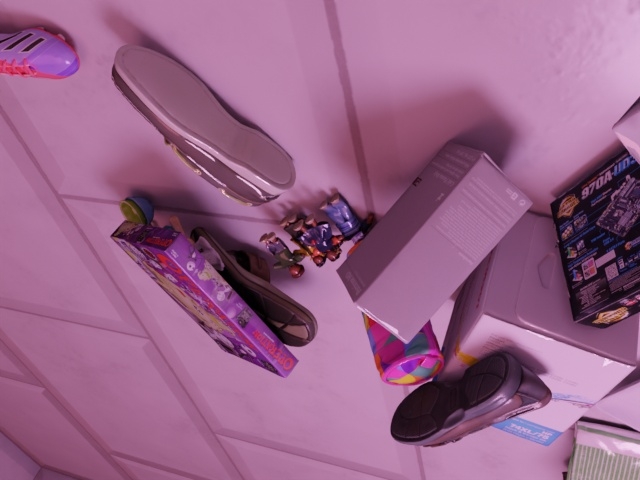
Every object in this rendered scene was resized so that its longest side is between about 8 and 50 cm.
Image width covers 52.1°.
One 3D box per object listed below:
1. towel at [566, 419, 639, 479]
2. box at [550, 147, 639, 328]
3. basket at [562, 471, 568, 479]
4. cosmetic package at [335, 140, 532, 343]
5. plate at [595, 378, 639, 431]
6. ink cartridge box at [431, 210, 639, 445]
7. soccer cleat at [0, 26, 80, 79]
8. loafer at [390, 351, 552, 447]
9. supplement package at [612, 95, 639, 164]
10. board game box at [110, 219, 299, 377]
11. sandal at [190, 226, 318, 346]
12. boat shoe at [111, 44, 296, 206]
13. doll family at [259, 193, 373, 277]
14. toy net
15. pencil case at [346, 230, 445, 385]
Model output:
[{"bbox_3d":[0.567,0.511,1.187,0.248,0.324,0.038,7,174,22],"label":"towel"},{"bbox_3d":[0.366,-0.019,0.746,0.051,0.175,0.220,13,146,-20],"label":"box"},{"bbox_3d":[0.572,0.591,1.291,0.205,0.226,0.154,-4,153,39],"label":"basket"},{"bbox_3d":[0.138,-0.001,0.839,0.107,0.238,0.127,41,-175,-18],"label":"cosmetic package"},{"bbox_3d":[0.638,0.264,1.040,0.278,0.045,0.278,28,142,-3],"label":"plate"},{"bbox_3d":[0.300,0.128,0.944,0.197,0.198,0.270,20,143,7],"label":"ink cartridge box"},{"bbox_3d":[-0.479,-0.275,0.981,0.248,0.095,0.083,15,142,13],"label":"soccer cleat"},{"bbox_3d":[0.197,0.237,0.897,0.084,0.096,0.267,29,142,-14],"label":"loafer"},{"bbox_3d":[0.402,-0.101,0.564,0.194,0.203,0.149,50,140,2],"label":"supplement package"},{"bbox_3d":[-0.202,0.105,1.160,0.208,0.056,0.346,5,141,46],"label":"board game box"},{"bbox_3d":[-0.123,0.081,1.204,0.303,0.086,0.120,36,138,12],"label":"sandal"},{"bbox_3d":[-0.177,-0.154,0.946,0.305,0.109,0.091,37,137,-22],"label":"boat shoe"},{"bbox_3d":[0.000,0.000,1.063,0.193,0.076,0.111,-19,120,39],"label":"doll family"},{"bbox_3d":[-0.269,0.007,1.186,0.232,0.045,0.122,34,142,24],"label":"toy net"},{"bbox_3d":[0.108,0.096,0.976,0.105,0.236,0.104,-10,146,-7],"label":"pencil case"}]
